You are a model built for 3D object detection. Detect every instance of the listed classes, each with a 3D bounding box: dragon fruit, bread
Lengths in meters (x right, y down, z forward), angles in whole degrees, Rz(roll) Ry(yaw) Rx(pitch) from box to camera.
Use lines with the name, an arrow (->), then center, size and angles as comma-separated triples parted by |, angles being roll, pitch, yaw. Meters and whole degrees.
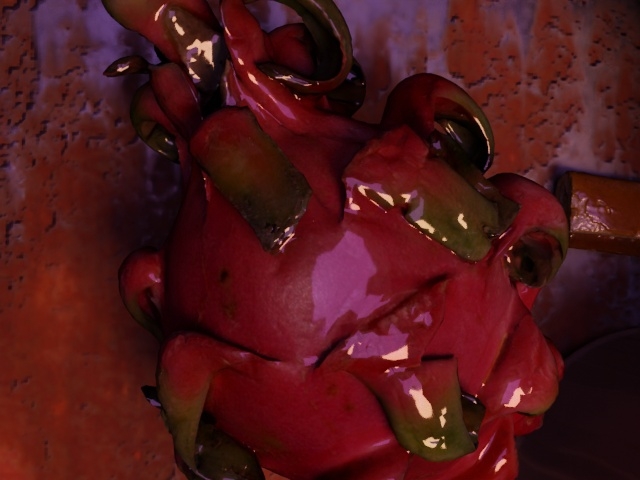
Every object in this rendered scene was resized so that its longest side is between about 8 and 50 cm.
dragon fruit -> 0.006, 0.003, 0.403 | 0.198, 0.218, 0.273 | -4, 87, -52
bread -> 0.182, -0.014, 0.492 | 0.083, 0.036, 0.047 | 7, 88, -9

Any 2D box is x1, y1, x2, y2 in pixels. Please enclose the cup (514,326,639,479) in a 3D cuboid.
cup -> 0.254, 0.184, 0.389 | 0.208, 0.273, 0.288 | -26, 93, -12
